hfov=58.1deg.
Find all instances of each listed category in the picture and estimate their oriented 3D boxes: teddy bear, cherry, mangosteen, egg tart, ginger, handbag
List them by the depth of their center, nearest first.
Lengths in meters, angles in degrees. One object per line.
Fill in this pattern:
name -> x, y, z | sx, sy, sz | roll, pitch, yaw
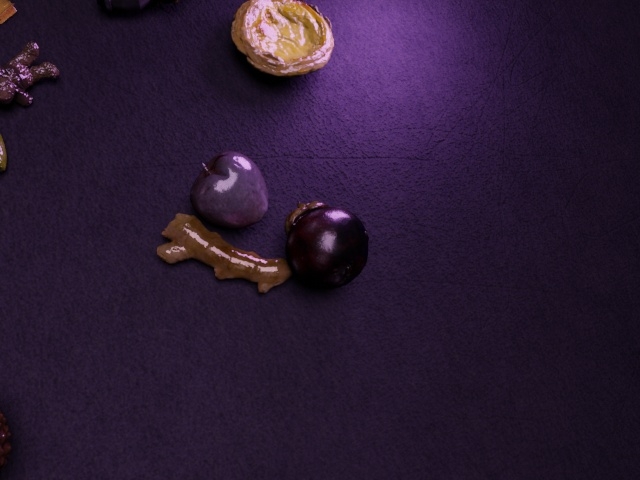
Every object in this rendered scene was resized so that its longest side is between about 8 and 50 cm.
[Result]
ginger -> -0.202, 0.031, 1.262 | 0.298, 0.065, 0.118 | 19, 80, -8
teddy bear -> -0.670, -0.358, 1.266 | 0.160, 0.078, 0.119 | -55, 126, -32
cherry -> -0.198, -0.110, 1.278 | 0.176, 0.140, 0.176 | 2, 86, -34
mangosteen -> 0.000, 0.000, 1.280 | 0.194, 0.194, 0.230 | -30, 56, -24
handbag -> -0.757, -0.545, 1.332 | 0.083, 0.027, 0.061 | 36, 66, 0
egg tart -> -0.099, -0.518, 1.484 | 0.279, 0.095, 0.279 | 7, 63, -14

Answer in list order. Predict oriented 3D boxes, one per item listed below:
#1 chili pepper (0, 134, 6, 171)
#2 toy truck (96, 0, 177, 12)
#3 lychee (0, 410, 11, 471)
chili pepper -> -0.709, -0.225, 1.224 | 0.049, 0.043, 0.208 | -31, 75, 2
toy truck -> -0.435, -0.639, 1.412 | 0.224, 0.147, 0.165 | -4, 96, -20
lychee -> -0.642, 0.337, 0.918 | 0.267, 0.267, 0.267 | 5, 69, -15
